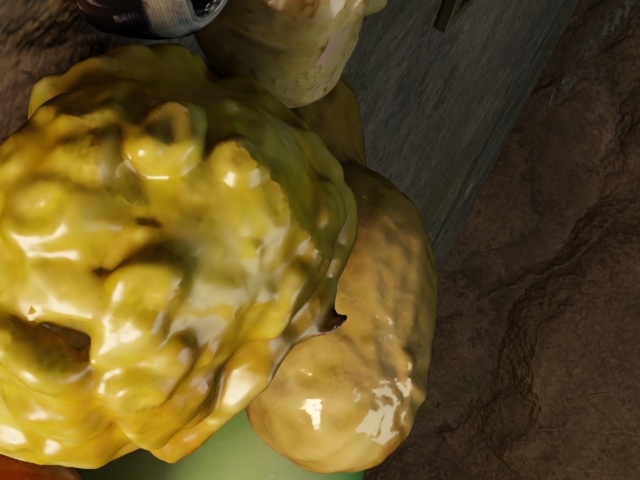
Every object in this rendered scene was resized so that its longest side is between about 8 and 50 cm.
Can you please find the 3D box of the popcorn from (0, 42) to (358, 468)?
[{"bbox_3d":[-0.084,0.020,0.661,0.233,0.192,0.266,-59,168,-12],"label":"popcorn"}]

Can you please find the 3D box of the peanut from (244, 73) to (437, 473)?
[{"bbox_3d":[0.000,0.000,0.845,0.147,0.147,0.319,102,-19,-55],"label":"peanut"}]

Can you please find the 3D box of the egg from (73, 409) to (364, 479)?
[{"bbox_3d":[-0.084,0.161,0.925,0.270,0.220,0.220,-27,144,-60],"label":"egg"}]

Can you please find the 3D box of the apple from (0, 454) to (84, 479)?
[{"bbox_3d":[-0.206,0.192,0.677,0.173,0.160,0.195,15,106,-57],"label":"apple"}]

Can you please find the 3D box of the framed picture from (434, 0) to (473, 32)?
[{"bbox_3d":[0.212,-0.390,1.485,0.192,0.018,0.265,-51,164,-49],"label":"framed picture"}]

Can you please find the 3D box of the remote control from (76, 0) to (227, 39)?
[{"bbox_3d":[-0.078,-0.171,0.553,0.266,0.066,0.090,90,24,-68],"label":"remote control"}]

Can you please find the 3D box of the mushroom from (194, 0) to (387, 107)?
[{"bbox_3d":[-0.020,-0.149,0.722,0.112,0.148,0.148,-15,148,-19],"label":"mushroom"}]
